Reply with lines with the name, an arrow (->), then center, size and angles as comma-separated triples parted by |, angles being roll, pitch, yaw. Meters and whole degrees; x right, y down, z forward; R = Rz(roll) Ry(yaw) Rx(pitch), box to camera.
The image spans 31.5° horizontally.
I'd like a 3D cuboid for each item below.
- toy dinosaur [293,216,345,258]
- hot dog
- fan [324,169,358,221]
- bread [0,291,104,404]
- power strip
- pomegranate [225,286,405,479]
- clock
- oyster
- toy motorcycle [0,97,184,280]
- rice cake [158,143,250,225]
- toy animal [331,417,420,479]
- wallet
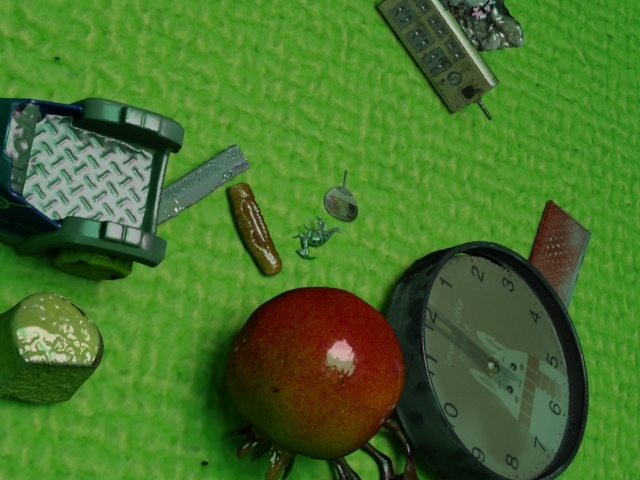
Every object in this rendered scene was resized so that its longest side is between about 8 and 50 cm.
toy dinosaur -> 0.000, 0.000, 1.612 | 0.083, 0.021, 0.062 | 17, 72, -27
hot dog -> -0.090, -0.015, 1.546 | 0.044, 0.028, 0.137 | -19, 87, -33
fan -> 0.038, -0.060, 1.672 | 0.060, 0.003, 0.080 | 49, 52, -13
bread -> -0.316, 0.119, 1.275 | 0.129, 0.114, 0.111 | 3, 66, -39
power strip -> 0.198, -0.302, 1.822 | 0.268, 0.092, 0.034 | 53, 30, -10
pomegranate -> -0.017, 0.181, 1.415 | 0.221, 0.221, 0.257 | 30, 86, -25
clock -> 0.255, 0.186, 1.680 | 0.386, 0.076, 0.386 | 19, 61, -37
oyster -> 0.216, -0.444, 1.862 | 0.162, 0.158, 0.351 | -33, 81, -5
toy motorcycle -> -0.319, -0.084, 1.284 | 0.326, 0.200, 0.191 | 16, 72, -31
rice cake -> -0.176, -0.065, 1.493 | 0.211, 0.034, 0.043 | -37, 94, -39
toy animal -> 0.079, 0.385, 1.493 | 0.243, 0.087, 0.260 | -20, 84, -38
wallet -> 0.393, 0.034, 1.895 | 0.103, 0.020, 0.197 | 38, 55, -21
